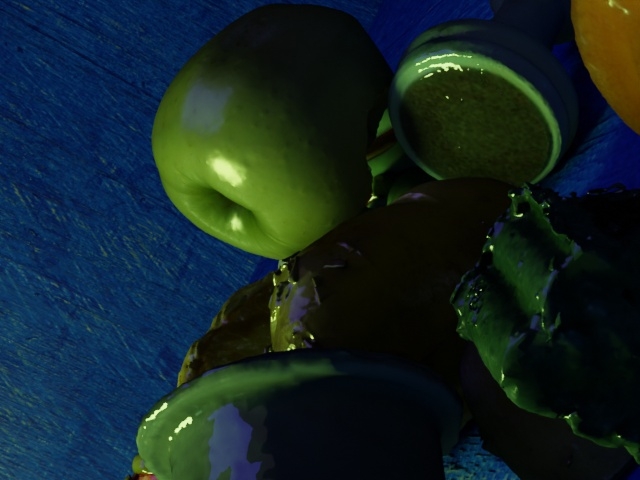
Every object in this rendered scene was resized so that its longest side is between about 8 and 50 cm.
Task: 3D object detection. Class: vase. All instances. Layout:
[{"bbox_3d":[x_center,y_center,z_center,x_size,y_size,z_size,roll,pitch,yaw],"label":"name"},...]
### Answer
[{"bbox_3d":[-0.005,0.253,0.787,0.245,0.245,0.291,127,146,-48],"label":"vase"}]

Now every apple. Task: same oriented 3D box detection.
[{"bbox_3d":[-0.047,-0.115,1.263,0.279,0.279,0.279,-60,9,17],"label":"apple"}]

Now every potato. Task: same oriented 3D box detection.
[{"bbox_3d":[0.084,0.046,0.957,0.300,0.172,0.140,-23,-2,-41],"label":"potato"},{"bbox_3d":[0.167,0.077,0.834,0.202,0.117,0.182,-57,8,37],"label":"potato"}]

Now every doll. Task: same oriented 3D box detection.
[{"bbox_3d":[0.092,-0.073,1.454,0.199,0.186,0.321,-22,38,22],"label":"doll"}]

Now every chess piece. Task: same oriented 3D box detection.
[{"bbox_3d":[0.209,-0.210,1.255,0.299,0.195,0.194,-58,4,-37],"label":"chess piece"}]

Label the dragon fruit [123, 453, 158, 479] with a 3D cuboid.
[{"bbox_3d":[-0.164,0.380,1.573,0.307,0.243,0.227,66,-168,-52],"label":"dragon fruit"}]

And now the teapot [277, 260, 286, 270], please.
[{"bbox_3d":[0.032,0.031,1.677,0.208,0.166,0.299,-44,-22,-60],"label":"teapot"}]

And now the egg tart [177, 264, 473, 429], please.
[{"bbox_3d":[0.020,0.141,1.118,0.341,0.341,0.129,-74,-28,-49],"label":"egg tart"}]

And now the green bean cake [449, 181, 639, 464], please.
[{"bbox_3d":[0.191,0.019,0.569,0.193,0.208,0.107,-62,12,17],"label":"green bean cake"}]

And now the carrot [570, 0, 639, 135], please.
[{"bbox_3d":[0.276,-0.222,0.780,0.331,0.214,0.193,-64,9,-25],"label":"carrot"}]
